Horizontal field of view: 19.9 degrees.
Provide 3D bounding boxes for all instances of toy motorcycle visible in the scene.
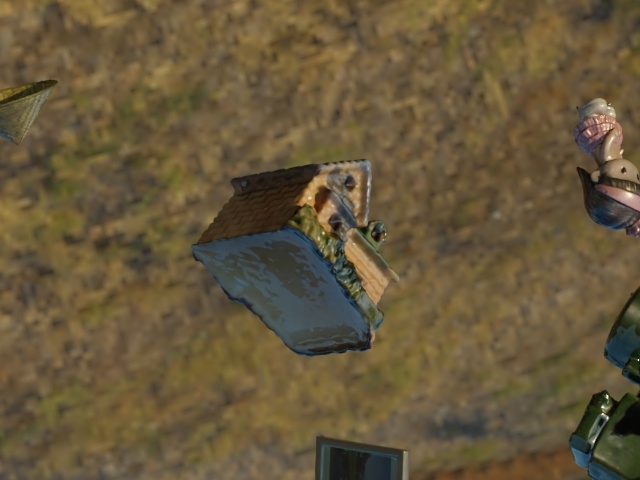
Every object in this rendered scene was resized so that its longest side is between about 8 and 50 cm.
[{"bbox_3d":[0.276,0.143,1.356,0.275,0.205,0.127,-47,155,-21],"label":"toy motorcycle"}]

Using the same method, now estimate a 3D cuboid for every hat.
[{"bbox_3d":[-0.396,-0.153,2.336,0.146,0.067,0.146,-14,-165,4],"label":"hat"}]

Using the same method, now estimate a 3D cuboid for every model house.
[{"bbox_3d":[0.000,0.000,1.919,0.166,0.183,0.172,-10,-143,41],"label":"model house"}]

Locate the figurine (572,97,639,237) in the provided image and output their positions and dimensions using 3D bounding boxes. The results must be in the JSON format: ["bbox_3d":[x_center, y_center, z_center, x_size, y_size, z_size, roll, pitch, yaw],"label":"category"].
[{"bbox_3d":[0.263,-0.064,1.672,0.054,0.129,0.072,-27,147,24],"label":"figurine"}]

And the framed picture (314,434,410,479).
[{"bbox_3d":[0.037,0.261,1.702,0.109,0.149,0.011,3,-177,42],"label":"framed picture"}]
